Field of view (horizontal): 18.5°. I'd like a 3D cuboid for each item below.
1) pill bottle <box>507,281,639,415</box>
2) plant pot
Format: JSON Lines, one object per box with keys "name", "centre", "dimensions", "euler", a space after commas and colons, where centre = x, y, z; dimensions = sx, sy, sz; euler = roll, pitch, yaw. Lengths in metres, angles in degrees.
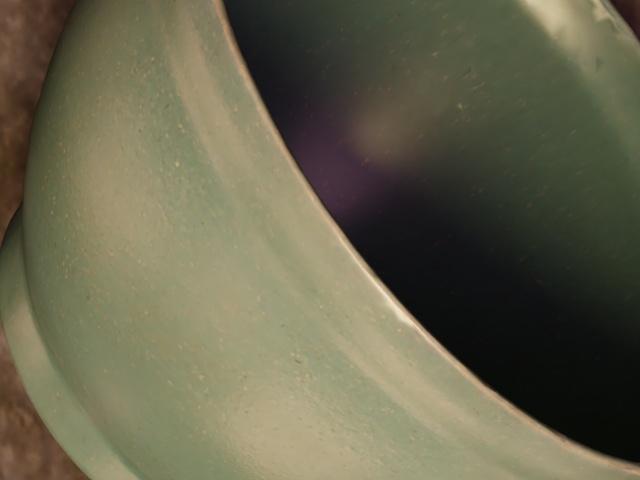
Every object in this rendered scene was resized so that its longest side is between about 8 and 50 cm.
{"name": "pill bottle", "centre": [0.191, 0.039, 0.860], "dimensions": [0.229, 0.131, 0.131], "euler": [-42, 111, 5]}
{"name": "plant pot", "centre": [0.000, 0.000, 0.753], "dimensions": [0.293, 0.293, 0.196], "euler": [41, 123, -20]}
